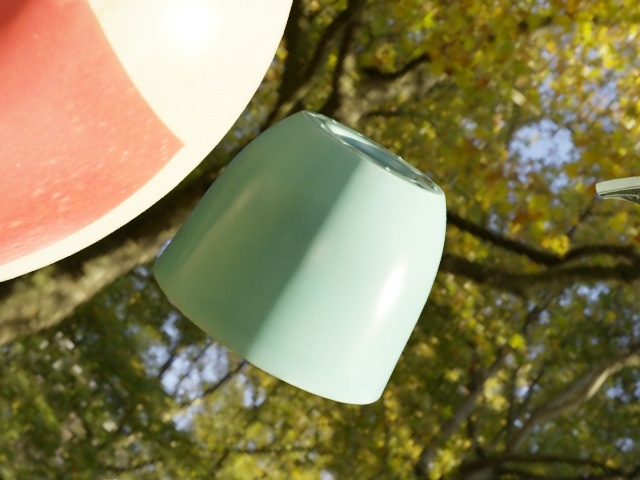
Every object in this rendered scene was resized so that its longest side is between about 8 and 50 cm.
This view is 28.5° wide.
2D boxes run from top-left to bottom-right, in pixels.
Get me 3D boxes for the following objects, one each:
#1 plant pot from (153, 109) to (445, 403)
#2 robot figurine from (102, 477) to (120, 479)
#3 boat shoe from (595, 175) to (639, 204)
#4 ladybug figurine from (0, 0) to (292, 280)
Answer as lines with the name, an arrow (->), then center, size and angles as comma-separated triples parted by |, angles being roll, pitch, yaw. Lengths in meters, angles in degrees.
plant pot -> 0.000, 0.000, 1.388 | 0.293, 0.235, 0.293 | 29, 12, -7
robot figurine -> -0.141, 0.371, 1.249 | 0.300, 0.200, 0.353 | 52, 1, -7
boat shoe -> 0.388, -0.054, 1.451 | 0.142, 0.040, 0.049 | -3, -2, 22
ladybug figurine -> -0.233, -0.120, 0.702 | 0.305, 0.449, 0.162 | 66, 13, 0
